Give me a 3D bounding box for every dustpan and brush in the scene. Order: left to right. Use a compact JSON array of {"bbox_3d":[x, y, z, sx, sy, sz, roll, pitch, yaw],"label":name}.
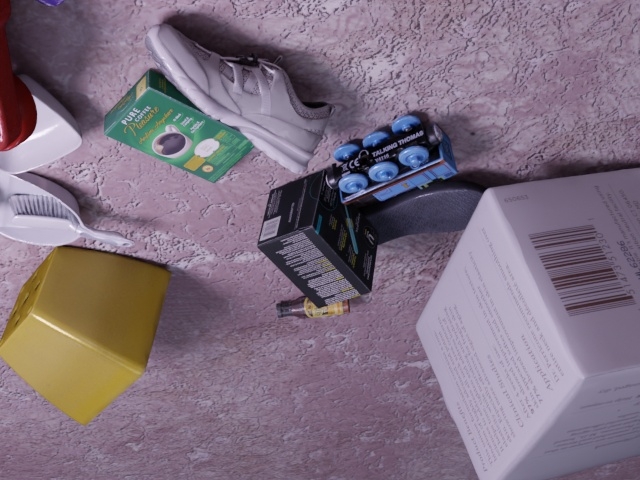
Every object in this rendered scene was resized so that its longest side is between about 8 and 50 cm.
[{"bbox_3d":[-0.380,-0.029,1.500,0.211,0.060,0.147,8,142,-18],"label":"dustpan and brush"}]

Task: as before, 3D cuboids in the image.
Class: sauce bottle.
[{"bbox_3d":[-0.013,0.116,1.766,0.128,0.042,0.042,-9,144,3],"label":"sauce bottle"}]

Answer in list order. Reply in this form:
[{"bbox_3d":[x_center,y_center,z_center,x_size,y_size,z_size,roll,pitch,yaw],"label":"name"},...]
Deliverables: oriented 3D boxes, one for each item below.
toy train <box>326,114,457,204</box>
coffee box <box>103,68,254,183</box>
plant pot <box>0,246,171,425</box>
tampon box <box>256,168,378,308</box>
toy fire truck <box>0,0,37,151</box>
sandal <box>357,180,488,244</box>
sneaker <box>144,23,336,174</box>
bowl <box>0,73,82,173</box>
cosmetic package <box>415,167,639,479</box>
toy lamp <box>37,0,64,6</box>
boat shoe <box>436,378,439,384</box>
[{"bbox_3d":[0.101,-0.108,1.443,0.184,0.080,0.105,-24,146,24],"label":"toy train"},{"bbox_3d":[-0.187,-0.152,1.372,0.184,0.040,0.113,23,135,-34],"label":"coffee box"},{"bbox_3d":[-0.388,0.134,1.619,0.187,0.212,0.212,31,133,-23],"label":"plant pot"},{"bbox_3d":[0.000,0.000,1.510,0.101,0.120,0.161,-19,131,30],"label":"tampon box"},{"bbox_3d":[-0.474,-0.208,1.145,0.302,0.169,0.254,12,121,18],"label":"toy fire truck"},{"bbox_3d":[0.140,-0.051,1.556,0.254,0.054,0.097,-12,138,25],"label":"sandal"},{"bbox_3d":[-0.101,-0.203,1.295,0.281,0.105,0.115,33,96,-36],"label":"sneaker"},{"bbox_3d":[-0.399,-0.158,1.326,0.142,0.053,0.142,-21,141,19],"label":"bowl"},{"bbox_3d":[0.392,0.139,1.559,0.327,0.329,0.393,-9,147,-20],"label":"cosmetic package"},{"bbox_3d":[-0.360,-0.348,1.046,0.080,0.080,0.275,-23,141,22],"label":"toy lamp"},{"bbox_3d":[0.255,0.265,1.986,0.066,0.066,0.183,-21,141,21],"label":"boat shoe"}]
